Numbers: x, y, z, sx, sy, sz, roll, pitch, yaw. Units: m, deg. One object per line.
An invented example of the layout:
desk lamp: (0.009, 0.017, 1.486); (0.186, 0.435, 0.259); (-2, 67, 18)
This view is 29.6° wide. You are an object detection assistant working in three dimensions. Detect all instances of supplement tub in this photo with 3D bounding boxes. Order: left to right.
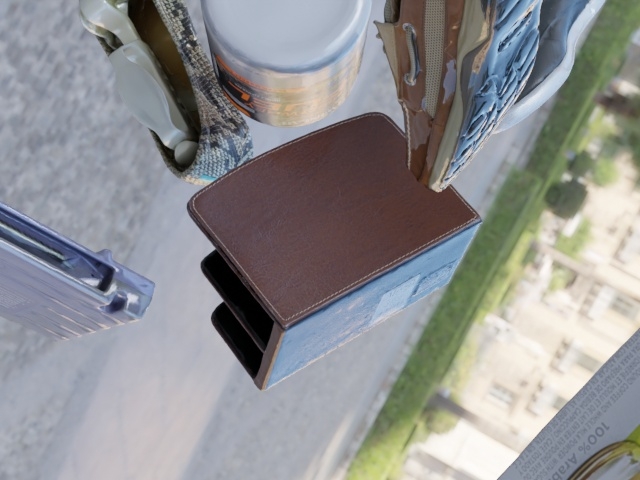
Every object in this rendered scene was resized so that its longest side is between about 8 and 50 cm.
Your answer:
supplement tub: (-0.044, -0.268, 1.571); (0.207, 0.207, 0.338); (-60, 176, -8)

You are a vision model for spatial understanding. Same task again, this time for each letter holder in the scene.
letter holder: (0.000, 0.000, 1.464); (0.302, 0.214, 0.152); (-28, 156, -28)

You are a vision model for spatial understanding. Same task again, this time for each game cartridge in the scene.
game cartridge: (-0.372, -0.002, 1.255); (0.230, 0.355, 0.068); (-11, -127, 56)

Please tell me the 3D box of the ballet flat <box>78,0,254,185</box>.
ballet flat: (-0.268, -0.294, 1.854); (0.164, 0.482, 0.182); (-36, 166, 28)

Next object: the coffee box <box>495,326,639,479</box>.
coffee box: (0.361, 0.194, 0.688); (0.338, 0.334, 0.337); (28, 107, -44)

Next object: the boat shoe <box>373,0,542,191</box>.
boat shoe: (0.112, -0.176, 1.016); (0.122, 0.120, 0.324); (-45, 160, -31)

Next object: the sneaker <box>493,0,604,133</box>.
sneaker: (0.213, -0.251, 1.324); (0.104, 0.147, 0.295); (-14, -144, 50)
